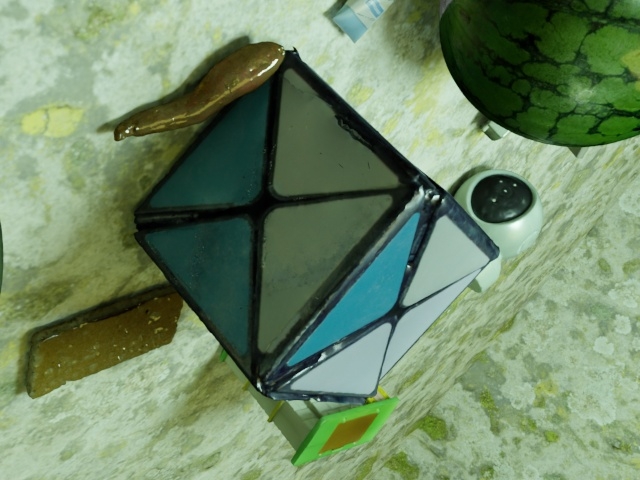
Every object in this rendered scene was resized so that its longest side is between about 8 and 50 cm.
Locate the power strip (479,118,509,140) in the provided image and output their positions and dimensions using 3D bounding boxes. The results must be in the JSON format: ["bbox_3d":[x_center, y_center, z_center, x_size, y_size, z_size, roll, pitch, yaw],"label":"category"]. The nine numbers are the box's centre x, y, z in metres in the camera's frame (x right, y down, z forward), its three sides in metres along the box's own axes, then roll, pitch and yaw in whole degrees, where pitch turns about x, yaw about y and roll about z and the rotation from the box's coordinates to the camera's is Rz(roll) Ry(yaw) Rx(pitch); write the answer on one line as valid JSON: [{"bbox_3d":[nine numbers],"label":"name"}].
[{"bbox_3d":[0.370,-0.253,1.372,0.175,0.042,0.075,-45,-176,2],"label":"power strip"}]

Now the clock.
[{"bbox_3d":[-0.027,0.247,1.303,0.219,0.255,0.106,1,127,-52],"label":"clock"}]

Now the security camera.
[{"bbox_3d":[0.345,-0.033,1.516,0.236,0.194,0.194,-42,153,-3],"label":"security camera"}]

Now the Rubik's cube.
[{"bbox_3d":[0.000,0.000,0.935,0.305,0.307,0.310,-47,152,8],"label":"Rubik's cube"}]

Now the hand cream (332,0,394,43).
[{"bbox_3d":[0.086,-0.322,0.905,0.171,0.043,0.065,-46,148,11],"label":"hand cream"}]

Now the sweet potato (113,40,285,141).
[{"bbox_3d":[-0.133,-0.160,0.817,0.214,0.050,0.050,-33,151,-12],"label":"sweet potato"}]

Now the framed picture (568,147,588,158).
[{"bbox_3d":[0.410,-0.281,1.215,0.016,0.250,0.184,1,134,-22],"label":"framed picture"}]

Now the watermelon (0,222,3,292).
[{"bbox_3d":[-0.354,0.006,0.478,0.278,0.279,0.360,-25,145,-34],"label":"watermelon"}]

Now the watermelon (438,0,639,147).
[{"bbox_3d":[0.336,-0.287,0.961,0.363,0.363,0.363,-34,151,-22],"label":"watermelon"}]

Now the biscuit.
[{"bbox_3d":[-0.293,0.134,1.021,0.230,0.025,0.131,-19,144,-42],"label":"biscuit"}]
